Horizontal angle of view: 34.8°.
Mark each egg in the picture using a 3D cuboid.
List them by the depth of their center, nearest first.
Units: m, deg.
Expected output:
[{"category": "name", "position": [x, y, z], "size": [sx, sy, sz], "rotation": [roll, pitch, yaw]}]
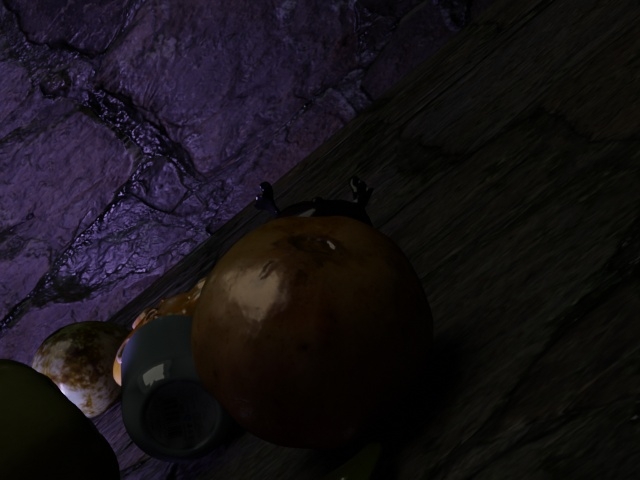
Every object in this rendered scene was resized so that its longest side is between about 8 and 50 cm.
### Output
[{"category": "egg", "position": [-0.586, 0.316, 2.567], "size": [0.289, 0.238, 0.238], "rotation": [-38, 8, -40]}]

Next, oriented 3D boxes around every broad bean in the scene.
[{"category": "broad bean", "position": [-0.014, 0.351, 1.158], "size": [0.325, 0.067, 0.075], "rotation": [-52, -14, -34]}]

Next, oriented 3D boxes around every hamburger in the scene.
[{"category": "hamburger", "position": [-0.309, 0.222, 2.193], "size": [0.303, 0.186, 0.261], "rotation": [-32, 15, 25]}]

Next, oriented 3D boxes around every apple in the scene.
[{"category": "apple", "position": [-0.564, 0.420, 1.691], "size": [0.474, 0.473, 0.473], "rotation": [-38, 12, 10]}]

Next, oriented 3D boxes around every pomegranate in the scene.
[{"category": "pomegranate", "position": [-0.014, 0.136, 1.370], "size": [0.338, 0.338, 0.338], "rotation": [-38, 12, 10]}]

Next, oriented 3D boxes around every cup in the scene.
[{"category": "cup", "position": [-0.256, 0.268, 1.837], "size": [0.205, 0.205, 0.312], "rotation": [-41, 14, -2]}]

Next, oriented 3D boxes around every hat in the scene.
[{"category": "hat", "position": [-0.003, -0.017, 1.938], "size": [0.238, 0.208, 0.336], "rotation": [-8, 15, 1]}]
